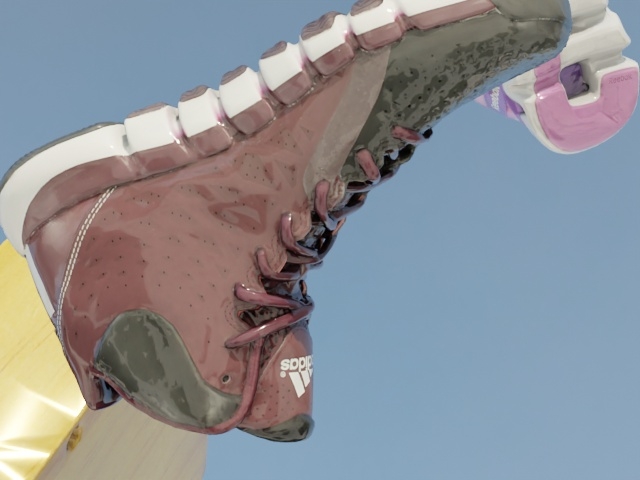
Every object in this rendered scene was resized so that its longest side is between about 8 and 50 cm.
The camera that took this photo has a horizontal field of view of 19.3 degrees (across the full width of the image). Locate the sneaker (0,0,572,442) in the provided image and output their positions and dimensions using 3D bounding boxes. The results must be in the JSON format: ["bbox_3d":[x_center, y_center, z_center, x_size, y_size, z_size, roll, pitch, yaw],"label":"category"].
[{"bbox_3d":[0.000,0.000,0.833,0.281,0.162,0.106,-22,-13,20],"label":"sneaker"}]

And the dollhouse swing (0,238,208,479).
[{"bbox_3d":[-0.279,0.148,1.264,0.305,0.315,0.346,22,-39,14],"label":"dollhouse swing"}]

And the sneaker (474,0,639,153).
[{"bbox_3d":[0.105,-0.167,1.063,0.095,0.104,0.236,-19,-73,-26],"label":"sneaker"}]
